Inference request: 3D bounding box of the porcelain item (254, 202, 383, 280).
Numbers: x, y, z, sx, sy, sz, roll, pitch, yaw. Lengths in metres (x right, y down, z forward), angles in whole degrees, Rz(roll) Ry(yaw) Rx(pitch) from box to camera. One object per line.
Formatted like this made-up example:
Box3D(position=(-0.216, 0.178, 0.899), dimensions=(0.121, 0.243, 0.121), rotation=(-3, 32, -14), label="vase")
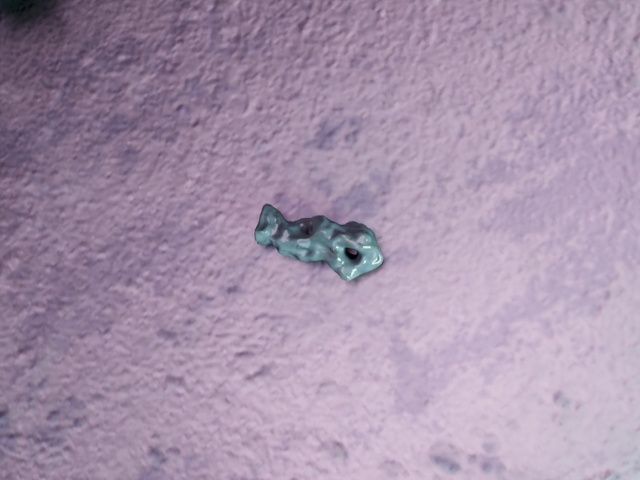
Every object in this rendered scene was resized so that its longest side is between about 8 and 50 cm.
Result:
Box3D(position=(0.000, 0.000, 0.674), dimensions=(0.083, 0.028, 0.036), rotation=(17, 101, 14), label="porcelain item")
